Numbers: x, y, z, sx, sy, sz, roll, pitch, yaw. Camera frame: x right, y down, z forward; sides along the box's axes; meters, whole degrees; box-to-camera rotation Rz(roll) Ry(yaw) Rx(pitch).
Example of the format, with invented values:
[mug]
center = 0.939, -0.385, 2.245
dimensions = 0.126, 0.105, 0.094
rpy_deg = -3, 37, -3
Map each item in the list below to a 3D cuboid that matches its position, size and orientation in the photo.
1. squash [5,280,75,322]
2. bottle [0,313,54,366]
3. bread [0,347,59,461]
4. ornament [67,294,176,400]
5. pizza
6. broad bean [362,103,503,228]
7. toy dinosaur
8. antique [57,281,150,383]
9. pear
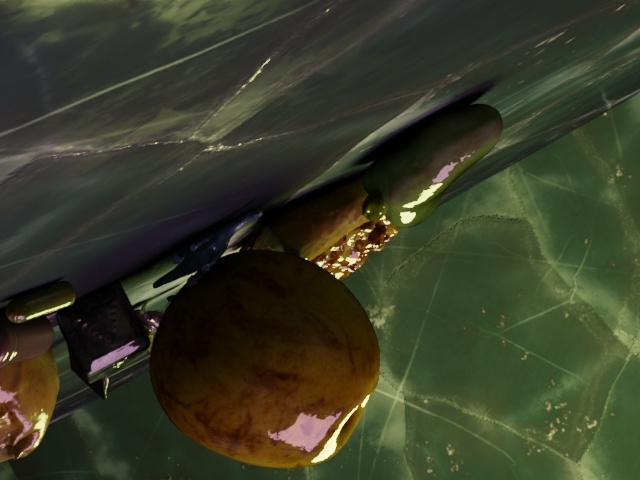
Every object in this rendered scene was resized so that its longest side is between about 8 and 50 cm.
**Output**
[squash]
center = -0.281, 0.063, 1.410
dimensions = 0.027, 0.027, 0.083
rpy_deg = -31, 174, 36
[bottle]
center = -0.319, 0.101, 1.455
dimensions = 0.053, 0.053, 0.140
rpy_deg = -28, 177, 9
[bread]
center = -0.395, 0.205, 1.688
dimensions = 0.174, 0.133, 0.251
rpy_deg = -27, 177, 6
[ornament]
center = -0.273, 0.130, 2.080
dimensions = 0.203, 0.088, 0.081
rpy_deg = -39, 156, -20
[pizza]
center = 0.000, 0.000, 1.982
dimensions = 0.277, 0.114, 0.409
rpy_deg = -34, 170, 13
[broad bean]
center = 0.133, -0.095, 1.769
dimensions = 0.228, 0.100, 0.169
rpy_deg = -44, 177, 29
[toy dinosaur]
center = -0.138, 0.016, 1.655
dimensions = 0.197, 0.045, 0.080
rpy_deg = -35, -177, 35
[antique]
center = -0.266, 0.115, 1.743
dimensions = 0.088, 0.086, 0.183
rpy_deg = -28, 176, -12
[pear]
center = -0.064, 0.145, 1.730
dimensions = 0.280, 0.281, 0.281
rpy_deg = -28, 176, -2
